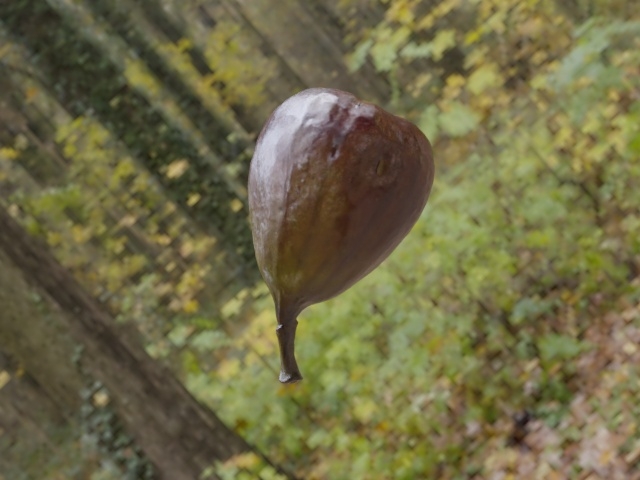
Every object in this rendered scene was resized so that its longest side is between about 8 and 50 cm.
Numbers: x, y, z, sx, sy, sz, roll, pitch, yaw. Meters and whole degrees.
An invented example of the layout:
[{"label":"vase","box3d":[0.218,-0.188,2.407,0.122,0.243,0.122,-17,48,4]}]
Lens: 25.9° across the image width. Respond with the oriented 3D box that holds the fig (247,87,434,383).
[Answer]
[{"label":"fig","box3d":[-0.001,0.000,1.285,0.145,0.170,0.274,26,100,54]}]
